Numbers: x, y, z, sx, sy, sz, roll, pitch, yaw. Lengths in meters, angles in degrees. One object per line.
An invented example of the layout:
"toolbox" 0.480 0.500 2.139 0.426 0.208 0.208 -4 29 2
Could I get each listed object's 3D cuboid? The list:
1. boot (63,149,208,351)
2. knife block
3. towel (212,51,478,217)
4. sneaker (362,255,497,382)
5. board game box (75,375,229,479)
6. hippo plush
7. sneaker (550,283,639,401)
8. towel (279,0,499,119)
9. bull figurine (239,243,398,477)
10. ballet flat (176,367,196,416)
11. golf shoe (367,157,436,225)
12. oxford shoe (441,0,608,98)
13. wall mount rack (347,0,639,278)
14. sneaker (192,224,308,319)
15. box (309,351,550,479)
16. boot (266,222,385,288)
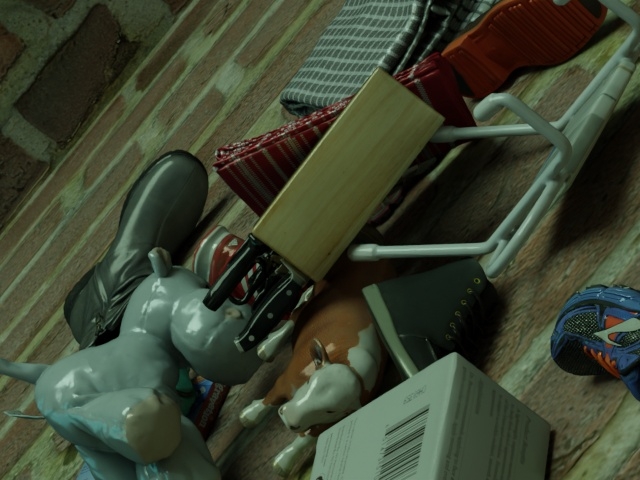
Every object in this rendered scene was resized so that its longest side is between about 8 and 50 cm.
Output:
"boot" -0.251 0.044 2.460 0.338 0.118 0.222 -60 21 10
"knife block" -0.010 -0.017 1.715 0.275 0.088 0.242 -48 6 49
"towel" 0.034 -0.106 1.868 0.275 0.199 0.031 -23 65 9
"sneaker" 0.123 0.090 1.575 0.118 0.083 0.222 -24 39 -2
"board game box" -0.218 0.254 2.113 0.281 0.027 0.145 -28 31 48
"hippo plush" -0.177 0.158 1.887 0.294 0.234 0.236 19 58 35
"sneaker" 0.248 0.085 1.313 0.221 0.083 0.087 -17 44 61
"towel" 0.077 -0.244 2.197 0.235 0.121 0.284 -55 20 -8
"bull figurine" 0.005 0.125 1.727 0.188 0.101 0.310 -43 13 34
"ballet flat" -0.201 0.165 2.082 0.087 0.083 0.247 -61 15 15
"golf shoe" 0.088 -0.107 1.988 0.186 0.086 0.067 -48 18 4
"oxford shoe" 0.233 -0.251 1.911 0.271 0.097 0.098 -21 30 55
"wall mount rack" 0.178 -0.093 1.656 0.350 0.130 0.304 -54 0 -40
"sneaker" -0.083 0.090 1.990 0.087 0.128 0.221 -50 -27 -30
"box" 0.080 0.220 1.382 0.182 0.119 0.181 -37 25 37
"boot" 0.000 0.000 1.979 0.115 0.112 0.305 -48 15 -24
